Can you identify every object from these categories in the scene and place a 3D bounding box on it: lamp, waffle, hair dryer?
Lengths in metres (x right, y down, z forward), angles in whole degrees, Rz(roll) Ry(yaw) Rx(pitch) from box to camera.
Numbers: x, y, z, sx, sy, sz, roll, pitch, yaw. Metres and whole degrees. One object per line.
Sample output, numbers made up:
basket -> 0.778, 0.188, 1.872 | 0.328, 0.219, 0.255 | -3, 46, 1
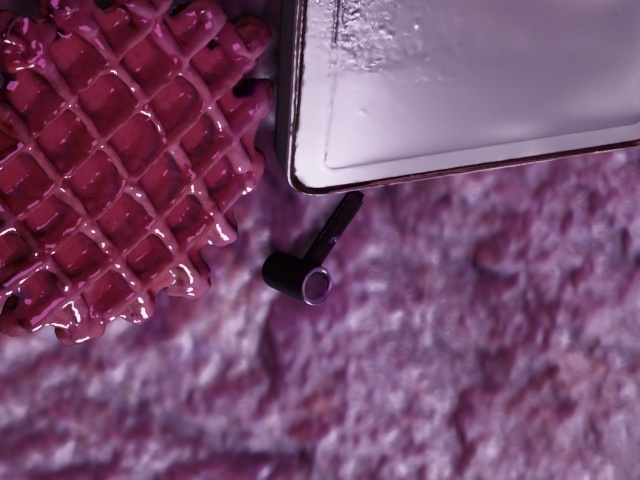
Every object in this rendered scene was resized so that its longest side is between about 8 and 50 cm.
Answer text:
lamp -> 0.107, -0.141, 1.136 | 0.269, 0.047, 0.266 | -8, 139, -12
waffle -> -0.126, -0.043, 1.135 | 0.221, 0.055, 0.234 | 0, 115, -38
hair dryer -> 0.000, 0.000, 1.228 | 0.026, 0.047, 0.083 | 42, 77, -41
